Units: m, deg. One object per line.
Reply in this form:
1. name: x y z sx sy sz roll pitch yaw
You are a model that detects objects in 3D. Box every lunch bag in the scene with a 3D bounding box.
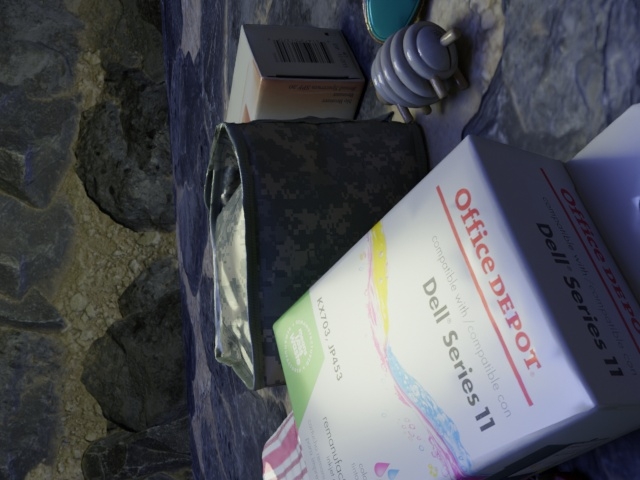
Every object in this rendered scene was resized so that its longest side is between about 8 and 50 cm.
1. lunch bag: 0.000 0.000 0.771 0.169 0.235 0.286 -168 75 -65

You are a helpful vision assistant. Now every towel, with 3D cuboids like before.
1. towel: -0.020 0.259 0.626 0.144 0.029 0.197 120 144 -50

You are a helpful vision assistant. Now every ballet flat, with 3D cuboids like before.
1. ballet flat: 0.088 -0.321 0.739 0.067 0.073 0.206 -73 -8 -66

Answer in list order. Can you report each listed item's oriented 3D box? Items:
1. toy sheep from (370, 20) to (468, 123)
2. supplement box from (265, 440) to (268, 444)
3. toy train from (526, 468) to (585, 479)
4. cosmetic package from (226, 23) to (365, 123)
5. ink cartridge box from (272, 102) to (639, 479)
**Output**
1. toy sheep: 0.100 -0.176 0.693 0.132 0.091 0.091 -30 66 53
2. supplement box: 0.089 0.339 0.667 0.356 0.194 0.195 -158 65 -67
3. toy train: 0.207 0.211 0.562 0.158 0.027 0.036 -157 68 -67
4. cosmetic package: -0.055 -0.156 1.011 0.296 0.153 0.129 107 152 -47
5. ink cartridge box: 0.115 0.069 0.512 0.353 0.119 0.207 -47 49 40
